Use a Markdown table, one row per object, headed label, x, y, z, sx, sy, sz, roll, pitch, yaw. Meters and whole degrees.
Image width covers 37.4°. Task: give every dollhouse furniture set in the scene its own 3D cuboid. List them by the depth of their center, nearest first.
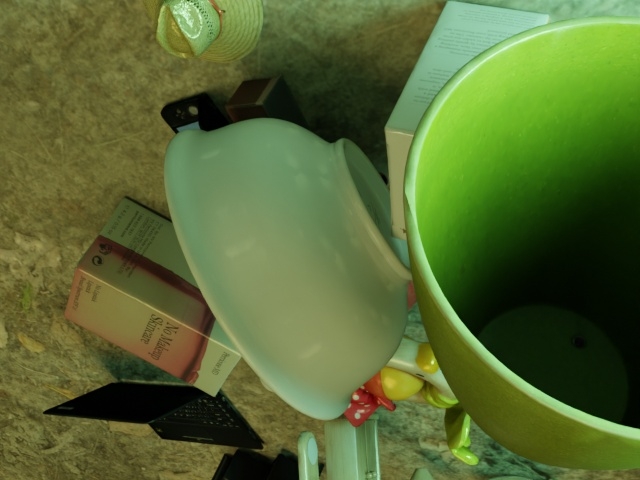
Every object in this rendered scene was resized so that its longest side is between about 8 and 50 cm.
| label | x | y | z | sx | sy | sz | roll | pitch | yaw |
| --- | --- | --- | --- | --- | --- | --- | --- | --- | --- |
| dollhouse furniture set | 0.184 | 0.304 | 1.255 | 0.356 | 0.173 | 0.303 | -8 | 167 | 21 |

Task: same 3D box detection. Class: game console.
| label | x | y | z | sx | sy | sz | roll | pitch | yaw |
| --- | --- | --- | --- | --- | --- | --- | --- | --- | --- |
| game console | -0.116 | -0.090 | 1.022 | 0.107 | 0.071 | 0.122 | -9 | 131 | 38 |

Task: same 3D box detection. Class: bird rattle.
| label | x | y | z | sx | sy | sz | roll | pitch | yaw |
| --- | --- | --- | --- | --- | --- | --- | --- | --- | --- |
| bird rattle | 0.095 | 0.157 | 1.154 | 0.254 | 0.143 | 0.207 | 15 | 157 | 32 |

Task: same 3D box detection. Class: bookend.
| label | x | y | z | sx | sy | sz | roll | pitch | yaw |
| --- | --- | --- | --- | --- | --- | --- | --- | --- | --- |
| bookend | -0.096 | 0.408 | 1.626 | 0.157 | 0.072 | 0.156 | 27 | 143 | 0 |

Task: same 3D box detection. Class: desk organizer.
| label | x | y | z | sx | sy | sz | roll | pitch | yaw |
| --- | --- | --- | --- | --- | --- | --- | --- | --- | --- |
| desk organizer | -0.042 | -0.105 | 0.981 | 0.050 | 0.047 | 0.130 | 0 | 137 | 34 |

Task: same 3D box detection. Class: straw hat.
| label | x | y | z | sx | sy | sz | roll | pitch | yaw |
| --- | --- | --- | --- | --- | --- | --- | --- | --- | --- |
| straw hat | -0.126 | -0.208 | 0.891 | 0.145 | 0.061 | 0.144 | 17 | 143 | 13 |

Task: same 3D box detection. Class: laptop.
| label | x | y | z | sx | sy | sz | roll | pitch | yaw |
| --- | --- | --- | --- | --- | --- | --- | --- | --- | --- |
| laptop | -0.268 | 0.312 | 1.557 | 0.234 | 0.136 | 0.264 | -2 | 136 | 33 |

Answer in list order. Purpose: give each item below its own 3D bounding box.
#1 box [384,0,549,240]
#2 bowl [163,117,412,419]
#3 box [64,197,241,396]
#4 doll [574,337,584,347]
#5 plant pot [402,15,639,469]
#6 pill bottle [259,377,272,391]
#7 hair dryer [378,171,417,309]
| label | x | y | z | sx | sy | sz | roll | pitch | yaw |
| --- | --- | --- | --- | --- | --- | --- | --- | --- | --- |
| box | 0.125 | -0.094 | 0.788 | 0.091 | 0.170 | 0.130 | 13 | 143 | 17 |
| bowl | 0.000 | 0.000 | 0.858 | 0.134 | 0.297 | 0.298 | -29 | 122 | 14 |
| box | -0.196 | 0.077 | 1.230 | 0.232 | 0.126 | 0.148 | 29 | 144 | -3 |
| doll | 0.282 | 0.086 | 1.022 | 0.189 | 0.046 | 0.129 | 24 | 145 | 3 |
| plant pot | 0.184 | 0.046 | 0.658 | 0.275 | 0.274 | 0.293 | 19 | 154 | 10 |
| pill bottle | -0.042 | 0.166 | 1.298 | 0.067 | 0.067 | 0.120 | 31 | 143 | -7 |
| hair dryer | 0.009 | 0.015 | 1.070 | 0.224 | 0.080 | 0.293 | 34 | 143 | -10 |
